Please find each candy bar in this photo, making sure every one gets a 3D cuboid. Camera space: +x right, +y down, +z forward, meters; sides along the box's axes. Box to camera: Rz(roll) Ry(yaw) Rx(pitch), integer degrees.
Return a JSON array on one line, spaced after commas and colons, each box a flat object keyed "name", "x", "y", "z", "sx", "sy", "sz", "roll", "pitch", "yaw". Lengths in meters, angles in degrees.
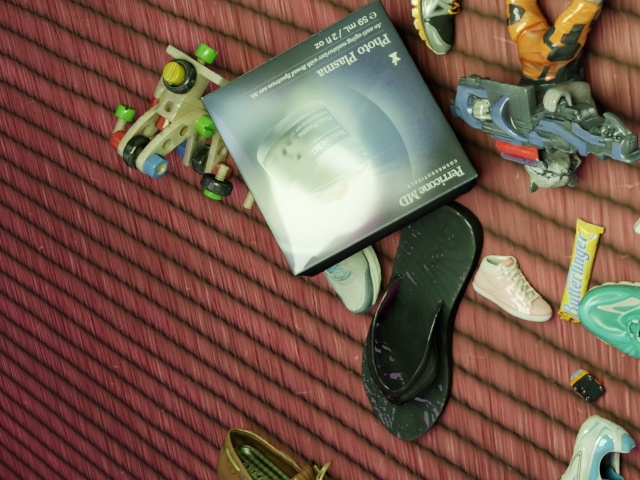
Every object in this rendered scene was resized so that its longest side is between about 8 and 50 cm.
[{"name": "candy bar", "x": 0.382, "y": 0.047, "z": 1.281, "sx": 0.040, "sy": 0.018, "sz": 0.161, "roll": 20, "pitch": 116, "yaw": 31}]

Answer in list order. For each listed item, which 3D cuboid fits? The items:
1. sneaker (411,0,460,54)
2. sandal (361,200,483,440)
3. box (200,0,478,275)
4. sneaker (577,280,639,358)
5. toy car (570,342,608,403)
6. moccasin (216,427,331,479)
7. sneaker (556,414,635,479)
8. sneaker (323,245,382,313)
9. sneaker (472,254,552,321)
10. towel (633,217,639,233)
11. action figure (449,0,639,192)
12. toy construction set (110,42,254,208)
[{"name": "sneaker", "x": 0.179, "y": -0.375, "z": 1.245, "sx": 0.083, "sy": 0.084, "sz": 0.215, "roll": 4, "pitch": 112, "yaw": 23}, {"name": "sandal", "x": 0.143, "y": 0.144, "z": 1.437, "sx": 0.167, "sy": 0.107, "sz": 0.446, "roll": 23, "pitch": 117, "yaw": 29}, {"name": "box", "x": 0.033, "y": -0.141, "z": 1.284, "sx": 0.296, "sy": 0.183, "sz": 0.294, "roll": -29, "pitch": 85, "yaw": 5}, {"name": "sneaker", "x": 0.475, "y": 0.138, "z": 1.175, "sx": 0.275, "sy": 0.110, "sz": 0.107, "roll": 28, "pitch": 108, "yaw": 30}, {"name": "toy car", "x": 0.417, "y": 0.184, "z": 1.304, "sx": 0.122, "sy": 0.060, "sz": 0.040, "roll": -60, "pitch": 23, "yaw": 17}, {"name": "moccasin", "x": -0.048, "y": 0.495, "z": 1.702, "sx": 0.380, "sy": 0.139, "sz": 0.147, "roll": 35, "pitch": 133, "yaw": 34}, {"name": "sneaker", "x": 0.410, "y": 0.380, "z": 1.332, "sx": 0.086, "sy": 0.085, "sz": 0.237, "roll": 37, "pitch": 126, "yaw": 40}, {"name": "sneaker", "x": 0.000, "y": 0.000, "z": 1.441, "sx": 0.110, "sy": 0.122, "sz": 0.283, "roll": -22, "pitch": 93, "yaw": 40}, {"name": "sneaker", "x": 0.298, "y": 0.069, "z": 1.330, "sx": 0.134, "sy": 0.051, "sz": 0.070, "roll": 30, "pitch": 127, "yaw": 30}, {"name": "towel", "x": 0.527, "y": -0.013, "z": 1.123, "sx": 0.197, "sy": 0.029, "sz": 0.144, "roll": 36, "pitch": 127, "yaw": 9}, {"name": "action figure", "x": 0.333, "y": -0.211, "z": 1.131, "sx": 0.341, "sy": 0.178, "sz": 0.330, "roll": 39, "pitch": 135, "yaw": 50}, {"name": "toy construction set", "x": -0.240, "y": -0.243, "z": 1.558, "sx": 0.309, "sy": 0.257, "sz": 0.237, "roll": 39, "pitch": 110, "yaw": 47}]
